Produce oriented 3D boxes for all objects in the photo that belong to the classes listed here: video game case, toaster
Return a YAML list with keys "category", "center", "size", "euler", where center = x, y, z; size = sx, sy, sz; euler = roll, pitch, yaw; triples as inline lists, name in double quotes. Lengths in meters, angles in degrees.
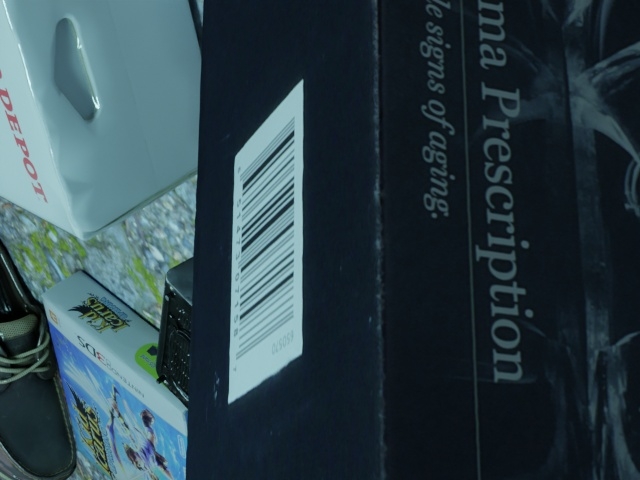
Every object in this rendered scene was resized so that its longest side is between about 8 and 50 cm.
- category: "video game case"
  center: [-0.195, 0.199, 1.518]
  size: [0.244, 0.061, 0.270]
  euler: [34, 144, 34]
- category: "toaster"
  center: [-0.053, 0.109, 1.182]
  size: [0.168, 0.110, 0.186]
  euler: [43, 147, 22]

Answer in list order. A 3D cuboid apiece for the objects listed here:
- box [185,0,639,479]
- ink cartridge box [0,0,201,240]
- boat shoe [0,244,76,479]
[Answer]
- category: "box"
  center: [0.125, 0.016, 0.510]
  size: [0.179, 0.312, 0.343]
  euler: [140, 134, -59]
- category: "ink cartridge box"
  center: [-0.277, -0.198, 1.155]
  size: [0.384, 0.160, 0.279]
  euler: [25, 138, 43]
- category: "boat shoe"
  center: [-0.391, 0.131, 1.640]
  size: [0.130, 0.132, 0.355]
  euler: [-33, 85, 54]
